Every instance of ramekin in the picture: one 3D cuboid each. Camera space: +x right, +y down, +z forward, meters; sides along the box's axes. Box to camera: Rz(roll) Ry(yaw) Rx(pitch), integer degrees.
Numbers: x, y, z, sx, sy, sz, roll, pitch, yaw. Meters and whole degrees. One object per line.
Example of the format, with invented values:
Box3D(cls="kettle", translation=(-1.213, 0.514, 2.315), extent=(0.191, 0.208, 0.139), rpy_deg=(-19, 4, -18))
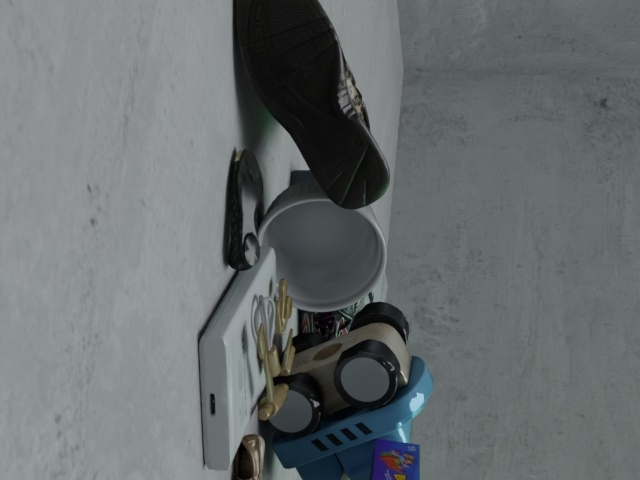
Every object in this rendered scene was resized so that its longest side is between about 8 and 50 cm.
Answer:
Box3D(cls="ramekin", translation=(0.000, 0.000, 1.718), extent=(0.109, 0.207, 0.207), rpy_deg=(-89, 178, -61))

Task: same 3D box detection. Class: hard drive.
Box3D(cls="hard drive", translation=(-0.112, 0.159, 1.553), extent=(0.307, 0.040, 0.203), rpy_deg=(-67, 159, -66))

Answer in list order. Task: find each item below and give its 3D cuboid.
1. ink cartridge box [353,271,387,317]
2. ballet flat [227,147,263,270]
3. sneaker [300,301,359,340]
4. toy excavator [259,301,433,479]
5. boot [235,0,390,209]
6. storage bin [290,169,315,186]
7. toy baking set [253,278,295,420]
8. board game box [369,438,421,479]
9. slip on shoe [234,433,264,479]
Box3D(cls="ink cartridge box", translation=(0.056, 0.068, 2.267), extent=(0.197, 0.114, 0.272), rpy_deg=(-78, 159, -44))
Box3D(cls="ballet flat", translation=(-0.112, -0.044, 1.511), extent=(0.057, 0.049, 0.173), rpy_deg=(10, 78, -48))
Box3D(cls="sneaker", translation=(0.017, 0.173, 2.157), extent=(0.112, 0.121, 0.299), rpy_deg=(-75, 166, -45))
Box3D(cls="toy excavator", translation=(0.038, 0.396, 1.925), extent=(0.445, 0.433, 0.222), rpy_deg=(62, 16, -12))
Box3D(cls="boot", translation=(-0.021, -0.255, 1.633), extent=(0.377, 0.138, 0.284), rpy_deg=(59, 7, -25))
Box3D(cls="storage bin", translation=(-0.012, -0.066, 1.986), extent=(0.091, 0.098, 0.135), rpy_deg=(36, 57, -68))
Box3D(cls="toy baking set", translation=(-0.074, 0.164, 1.593), extent=(0.256, 0.030, 0.196), rpy_deg=(-50, 140, -76))
Box3D(cls="board game box", translation=(0.100, 0.533, 1.749), extent=(0.233, 0.078, 0.347), rpy_deg=(-77, 174, -67))
Box3D(cls="slip on shoe", translation=(-0.110, 0.362, 1.640), extent=(0.041, 0.051, 0.135), rpy_deg=(1, 94, -59))
